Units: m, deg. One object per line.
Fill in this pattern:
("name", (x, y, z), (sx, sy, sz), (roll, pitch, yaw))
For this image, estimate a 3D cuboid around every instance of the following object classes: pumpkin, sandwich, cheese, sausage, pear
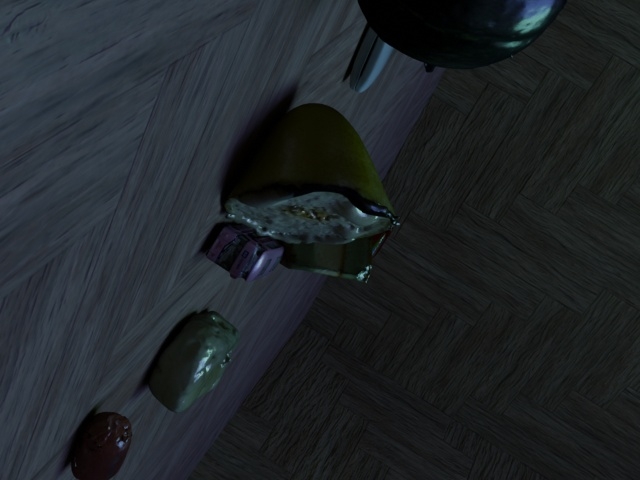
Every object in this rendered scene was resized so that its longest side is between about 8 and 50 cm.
("pumpkin", (0.173, -0.356, 1.096), (0.323, 0.241, 0.323), (-160, -90, -84))
("sandwich", (-0.001, 0.000, 1.661), (0.198, 0.155, 0.228), (114, -18, -57))
("cheese", (-0.213, 0.207, 1.659), (0.159, 0.093, 0.263), (-59, 174, 3))
("sausage", (-0.310, 0.296, 1.368), (0.076, 0.076, 0.141), (-52, 173, -50))
("pear", (-0.012, -0.102, 1.346), (0.267, 0.266, 0.178), (102, -10, -76))

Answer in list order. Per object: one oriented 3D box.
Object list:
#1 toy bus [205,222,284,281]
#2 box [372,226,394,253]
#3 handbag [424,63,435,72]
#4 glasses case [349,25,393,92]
("toy bus", (-0.112, 0.015, 1.469), (0.063, 0.090, 0.203), (-58, 174, 6))
("box", (0.050, -0.044, 2.074), (0.089, 0.197, 0.313), (-58, 175, 6))
("handbag", (0.310, -0.535, 2.103), (0.269, 0.118, 0.326), (-53, 180, 38))
("glasses case", (0.097, -0.330, 1.623), (0.076, 0.049, 0.197), (-54, 174, -38))
